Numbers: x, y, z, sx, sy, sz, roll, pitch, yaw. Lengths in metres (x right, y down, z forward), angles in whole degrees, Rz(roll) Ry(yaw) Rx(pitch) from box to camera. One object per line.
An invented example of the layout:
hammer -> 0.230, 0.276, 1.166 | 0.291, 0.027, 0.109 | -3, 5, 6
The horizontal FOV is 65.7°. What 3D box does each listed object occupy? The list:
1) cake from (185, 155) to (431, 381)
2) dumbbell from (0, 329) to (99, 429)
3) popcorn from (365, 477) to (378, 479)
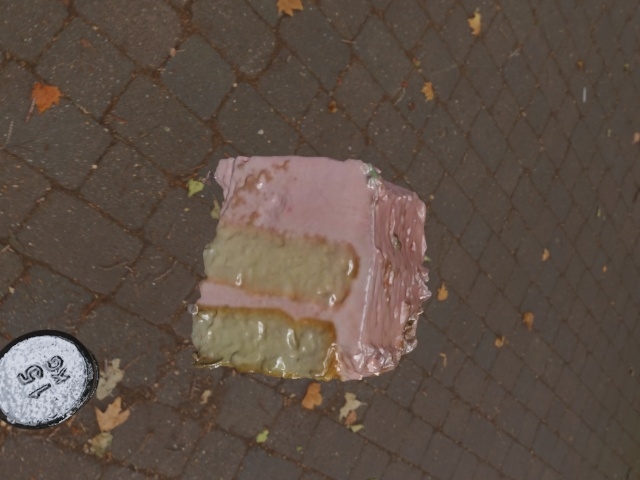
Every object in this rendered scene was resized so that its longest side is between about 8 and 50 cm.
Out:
cake -> 0.008, 0.053, 0.768 | 0.314, 0.293, 0.307 | 24, 69, -63
dumbbell -> -0.628, 0.320, 1.151 | 0.203, 0.322, 0.204 | 6, 74, -21
popcorn -> 0.104, 0.520, 0.945 | 0.109, 0.096, 0.089 | 61, 36, -7
